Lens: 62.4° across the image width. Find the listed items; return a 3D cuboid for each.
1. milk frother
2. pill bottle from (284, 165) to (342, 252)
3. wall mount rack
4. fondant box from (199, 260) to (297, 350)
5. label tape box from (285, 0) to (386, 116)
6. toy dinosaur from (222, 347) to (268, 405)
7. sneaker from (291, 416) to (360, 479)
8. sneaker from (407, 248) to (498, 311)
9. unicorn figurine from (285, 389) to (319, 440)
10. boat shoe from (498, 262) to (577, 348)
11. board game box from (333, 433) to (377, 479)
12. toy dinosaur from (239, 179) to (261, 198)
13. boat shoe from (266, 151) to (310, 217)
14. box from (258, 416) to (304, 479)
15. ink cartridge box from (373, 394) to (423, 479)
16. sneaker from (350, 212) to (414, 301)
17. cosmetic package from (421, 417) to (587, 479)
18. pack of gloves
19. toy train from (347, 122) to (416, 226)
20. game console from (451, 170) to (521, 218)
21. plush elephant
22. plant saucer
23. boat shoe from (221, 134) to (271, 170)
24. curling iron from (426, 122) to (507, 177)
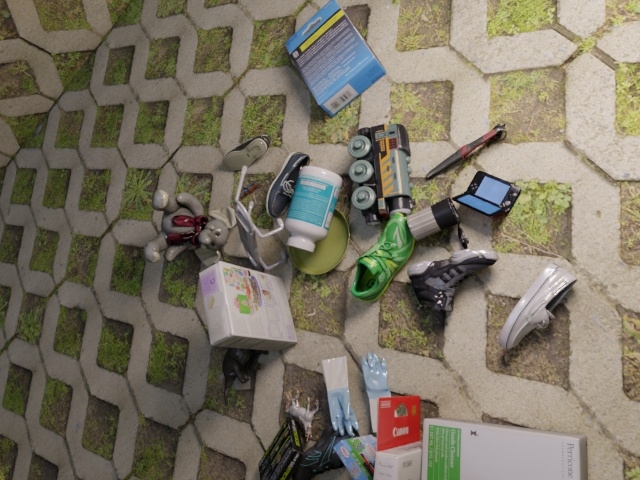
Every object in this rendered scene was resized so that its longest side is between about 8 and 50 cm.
[{"bbox_3d":[0.342,-0.029,1.524,0.134,0.129,0.143,-25,60,23],"label":"milk frother"},{"bbox_3d":[-0.030,-0.098,1.720,0.146,0.146,0.264,13,84,34],"label":"pill bottle"},{"bbox_3d":[-0.230,-0.071,1.832,0.130,0.350,0.304,-28,61,-18],"label":"wall mount rack"},{"bbox_3d":[-0.225,0.219,1.693,0.096,0.330,0.239,-27,64,24],"label":"fondant box"},{"bbox_3d":[0.045,-0.655,1.888,0.249,0.115,0.348,-37,58,19],"label":"label tape box"},{"bbox_3d":[-0.279,0.405,1.828,0.160,0.121,0.314,5,85,45],"label":"toy dinosaur"},{"bbox_3d":[0.015,0.645,1.569,0.106,0.101,0.267,42,101,30],"label":"sneaker"},{"bbox_3d":[0.377,0.120,1.484,0.268,0.101,0.153,-18,69,34],"label":"sneaker"},{"bbox_3d":[-0.052,0.545,1.669,0.161,0.060,0.111,15,86,50],"label":"unicorn figurine"},{"bbox_3d":[0.556,0.181,1.354,0.084,0.095,0.258,37,99,38],"label":"boat shoe"},{"bbox_3d":[0.141,0.608,1.431,0.039,0.211,0.160,-48,58,11],"label":"board game box"},{"bbox_3d":[-0.279,-0.189,2.012,0.090,0.047,0.082,28,112,24],"label":"toy dinosaur"},{"bbox_3d":[-0.110,-0.195,1.877,0.079,0.095,0.255,19,79,45],"label":"boat shoe"},{"bbox_3d":[-0.124,0.672,1.620,0.191,0.045,0.184,-59,12,5],"label":"box"},{"bbox_3d":[0.225,0.535,1.346,0.066,0.296,0.261,-2,76,31],"label":"ink cartridge box"},{"bbox_3d":[0.186,0.059,1.585,0.109,0.123,0.296,33,105,30],"label":"sneaker"},{"bbox_3d":[0.446,0.552,1.290,0.365,0.155,0.197,-6,72,32],"label":"cosmetic package"},{"bbox_3d":[0.113,0.446,1.548,0.194,0.046,0.232,-13,69,3],"label":"pack of gloves"},{"bbox_3d":[0.195,-0.213,1.667,0.190,0.142,0.334,-10,72,20],"label":"toy train"},{"bbox_3d":[0.470,-0.133,1.496,0.144,0.085,0.124,31,95,33],"label":"game console"},{"bbox_3d":[-0.462,-0.033,1.972,0.255,0.330,0.272,18,101,12],"label":"plush elephant"},{"bbox_3d":[0.000,0.000,1.786,0.240,0.037,0.241,-9,72,31],"label":"plant saucer"},{"bbox_3d":[-0.285,-0.339,2.046,0.233,0.084,0.079,-22,28,33],"label":"boat shoe"},{"bbox_3d":[0.434,-0.259,1.574,0.274,0.068,0.035,-33,63,27],"label":"curling iron"}]
